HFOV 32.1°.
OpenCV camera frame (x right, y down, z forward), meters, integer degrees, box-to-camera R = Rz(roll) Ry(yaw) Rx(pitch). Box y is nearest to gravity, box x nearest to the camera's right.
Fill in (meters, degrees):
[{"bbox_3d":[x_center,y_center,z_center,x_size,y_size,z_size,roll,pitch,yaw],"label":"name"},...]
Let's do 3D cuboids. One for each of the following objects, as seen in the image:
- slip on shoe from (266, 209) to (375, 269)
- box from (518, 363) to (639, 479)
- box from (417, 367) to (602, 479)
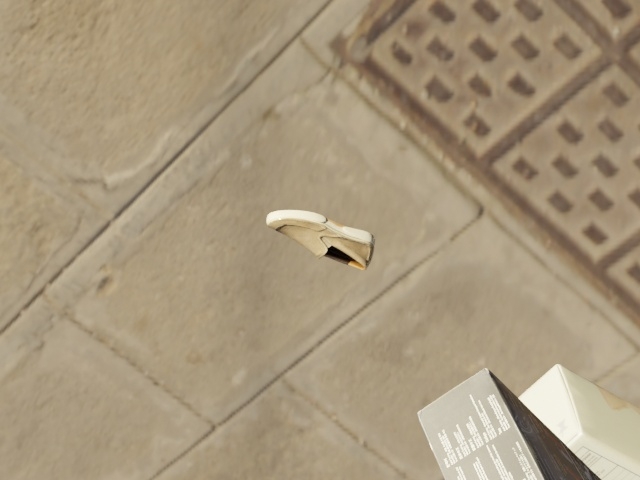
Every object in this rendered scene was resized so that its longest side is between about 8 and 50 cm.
[{"bbox_3d":[0.000,0.000,1.301,0.135,0.041,0.051,18,157,-23],"label":"slip on shoe"},{"bbox_3d":[0.367,0.292,1.355,0.311,0.121,0.148,30,120,-22],"label":"box"},{"bbox_3d":[0.210,0.278,0.863,0.076,0.307,0.242,-36,133,12],"label":"box"}]
